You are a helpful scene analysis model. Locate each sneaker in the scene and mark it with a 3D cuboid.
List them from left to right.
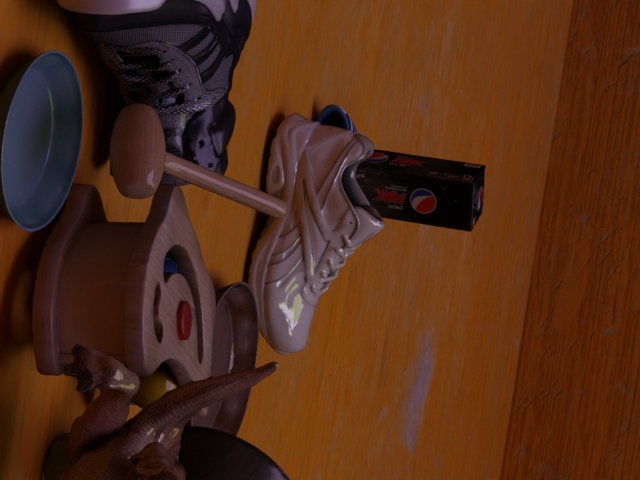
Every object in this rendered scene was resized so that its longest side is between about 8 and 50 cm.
[{"bbox_3d":[-0.113,-0.113,1.233,0.268,0.101,0.153,-10,106,-76],"label":"sneaker"},{"bbox_3d":[0.000,0.000,1.675,0.090,0.115,0.232,-21,119,-72],"label":"sneaker"},{"bbox_3d":[0.004,-0.073,1.771,0.059,0.053,0.144,76,19,-56],"label":"sneaker"}]

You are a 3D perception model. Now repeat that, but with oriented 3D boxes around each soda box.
[{"bbox_3d":[0.085,-0.056,1.843,0.053,0.169,0.060,-52,148,-59],"label":"soda box"}]

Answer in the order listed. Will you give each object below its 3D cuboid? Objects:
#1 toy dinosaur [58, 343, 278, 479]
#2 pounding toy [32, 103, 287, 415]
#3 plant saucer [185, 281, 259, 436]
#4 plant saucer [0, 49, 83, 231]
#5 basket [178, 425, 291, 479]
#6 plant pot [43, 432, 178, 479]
[{"bbox_3d":[-0.144,0.188,1.166,0.295,0.127,0.200,-52,159,-12],"label":"toy dinosaur"},{"bbox_3d":[-0.104,0.043,1.230,0.269,0.155,0.154,77,16,-55],"label":"pounding toy"},{"bbox_3d":[-0.095,0.117,1.570,0.168,0.029,0.168,10,90,-74],"label":"plant saucer"},{"bbox_3d":[-0.189,-0.066,1.146,0.119,0.021,0.119,10,90,-74],"label":"plant saucer"},{"bbox_3d":[-0.126,0.288,1.351,0.227,0.154,0.204,-60,175,-40],"label":"basket"},{"bbox_3d":[-0.156,0.172,1.288,0.083,0.079,0.083,8,90,-71],"label":"plant pot"}]
